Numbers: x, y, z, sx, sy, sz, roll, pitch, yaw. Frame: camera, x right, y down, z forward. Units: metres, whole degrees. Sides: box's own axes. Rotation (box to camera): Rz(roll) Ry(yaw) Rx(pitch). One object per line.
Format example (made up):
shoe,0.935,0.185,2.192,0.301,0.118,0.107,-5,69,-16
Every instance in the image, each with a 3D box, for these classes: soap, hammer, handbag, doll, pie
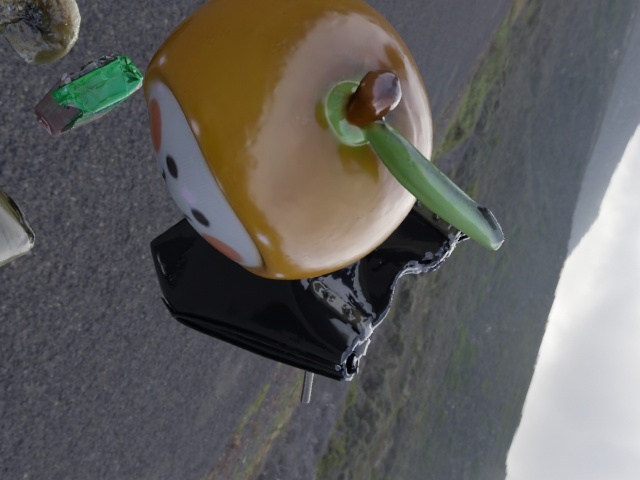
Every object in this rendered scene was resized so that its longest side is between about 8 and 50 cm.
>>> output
soap,-0.525,-0.327,1.269,0.218,0.273,0.098,-43,113,-32
hammer,-0.014,0.173,0.912,0.017,0.062,0.181,-174,-87,-66
handbag,0.000,0.000,0.649,0.342,0.288,0.152,-45,140,-26
doll,-0.003,-0.078,0.385,0.236,0.214,0.213,3,-111,60
pie,-0.624,-0.498,1.224,0.185,0.052,0.218,-37,136,0

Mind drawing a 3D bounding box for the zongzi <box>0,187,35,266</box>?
zongzi,-0.770,-0.142,0.917,0.218,0.468,0.499,-54,132,-52
